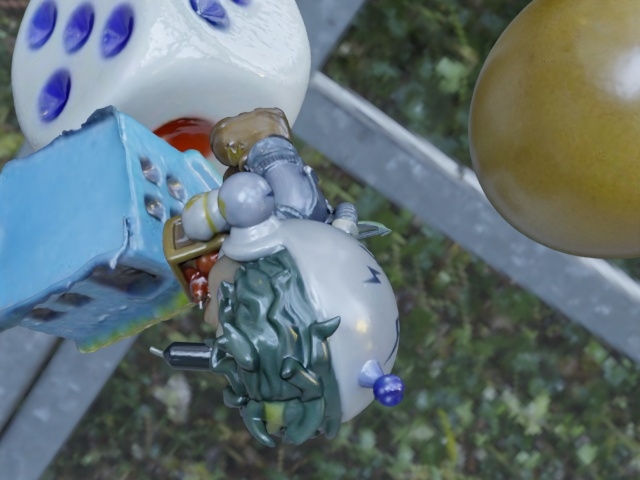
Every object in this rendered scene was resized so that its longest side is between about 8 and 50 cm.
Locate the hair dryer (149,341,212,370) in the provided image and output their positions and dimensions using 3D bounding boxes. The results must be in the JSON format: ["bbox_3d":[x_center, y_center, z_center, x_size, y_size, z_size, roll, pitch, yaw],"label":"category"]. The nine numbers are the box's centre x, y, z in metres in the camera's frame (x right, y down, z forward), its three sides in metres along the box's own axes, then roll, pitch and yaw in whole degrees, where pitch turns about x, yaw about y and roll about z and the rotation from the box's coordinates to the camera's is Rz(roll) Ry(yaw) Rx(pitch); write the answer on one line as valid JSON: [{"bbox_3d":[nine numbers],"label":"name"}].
[{"bbox_3d":[-0.083,0.119,1.599,0.219,0.124,0.071,1,34,13],"label":"hair dryer"}]

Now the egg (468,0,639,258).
[{"bbox_3d":[0.257,-0.108,1.276,0.250,0.322,0.250,5,76,-20],"label":"egg"}]

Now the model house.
[{"bbox_3d":[-0.235,0.010,1.760,0.303,0.237,0.216,24,46,-53],"label":"model house"}]

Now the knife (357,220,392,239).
[{"bbox_3d":[0.000,0.000,1.665,0.022,0.184,0.026,46,40,-44],"label":"knife"}]

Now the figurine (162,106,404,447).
[{"bbox_3d":[-0.043,0.027,1.336,0.261,0.186,0.382,58,7,-40],"label":"figurine"}]

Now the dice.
[{"bbox_3d":[-0.211,-0.235,1.925,0.277,0.304,0.304,18,42,-40],"label":"dice"}]
